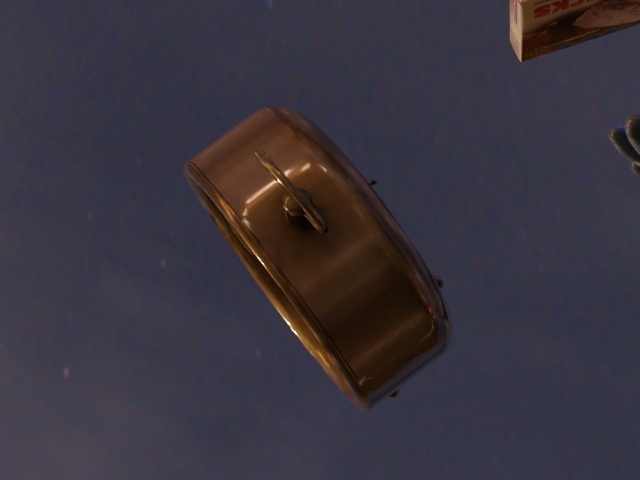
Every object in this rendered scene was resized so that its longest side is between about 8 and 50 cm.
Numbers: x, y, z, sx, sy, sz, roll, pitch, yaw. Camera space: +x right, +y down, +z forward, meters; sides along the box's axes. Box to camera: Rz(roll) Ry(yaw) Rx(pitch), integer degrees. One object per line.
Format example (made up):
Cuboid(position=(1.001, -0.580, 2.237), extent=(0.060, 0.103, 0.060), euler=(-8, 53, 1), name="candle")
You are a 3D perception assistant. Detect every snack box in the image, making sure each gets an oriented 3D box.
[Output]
Cuboid(position=(0.203, -0.162, 1.175), extent=(0.178, 0.022, 0.064), euler=(-18, -30, -5), name="snack box")

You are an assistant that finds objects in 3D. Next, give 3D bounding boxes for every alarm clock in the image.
Cuboid(position=(0.000, 0.000, 0.778), extent=(0.064, 0.192, 0.129), euler=(-37, -105, -2), name="alarm clock")

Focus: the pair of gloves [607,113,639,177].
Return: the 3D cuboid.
Cuboid(position=(0.276, -0.044, 1.159), extent=(0.159, 0.198, 0.023), euler=(24, -105, -20), name="pair of gloves")
